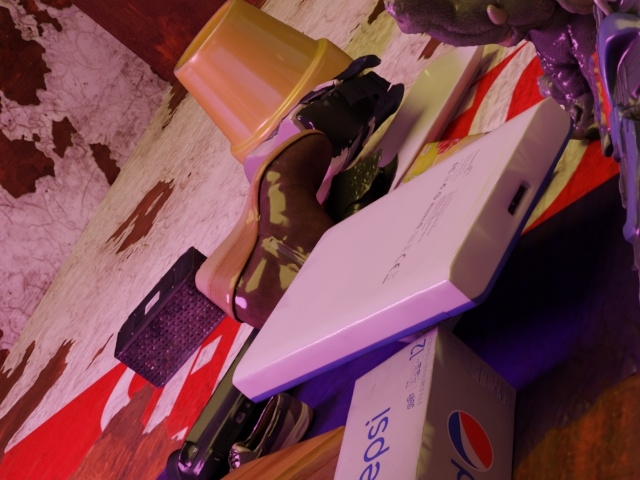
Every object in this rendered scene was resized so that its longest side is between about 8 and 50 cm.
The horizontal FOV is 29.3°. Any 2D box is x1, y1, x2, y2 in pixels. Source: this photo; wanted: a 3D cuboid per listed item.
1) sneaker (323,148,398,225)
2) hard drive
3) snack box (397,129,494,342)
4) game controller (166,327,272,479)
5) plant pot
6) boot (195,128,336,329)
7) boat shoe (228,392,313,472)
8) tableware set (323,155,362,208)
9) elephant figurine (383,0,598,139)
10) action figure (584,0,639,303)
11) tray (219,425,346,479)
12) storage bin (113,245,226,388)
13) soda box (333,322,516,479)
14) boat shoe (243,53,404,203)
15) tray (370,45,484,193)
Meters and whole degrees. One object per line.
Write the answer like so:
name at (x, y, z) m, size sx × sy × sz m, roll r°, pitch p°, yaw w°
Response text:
sneaker at (0.029, -0.039, 1.431) m, size 0.170 × 0.051 × 0.089 m, roll -28°, pitch 52°, yaw 52°
hard drive at (0.062, 0.016, 1.040) m, size 0.318 × 0.040 × 0.210 m, roll -31°, pitch 21°, yaw 52°
snack box at (0.110, -0.003, 1.184) m, size 0.207 × 0.070 × 0.174 m, roll -57°, pitch 17°, yaw -13°
game controller at (-0.071, 0.148, 1.397) m, size 0.319 × 0.067 × 0.166 m, roll -58°, pitch 3°, yaw -21°
plant pot at (-0.101, -0.262, 2.014) m, size 0.254 × 0.239 × 0.254 m, roll -46°, pitch 18°, yaw 19°
boot at (0.000, 0.000, 1.345) m, size 0.206 × 0.090 × 0.248 m, roll 21°, pitch 67°, yaw 34°
boat shoe at (-0.069, 0.218, 1.225) m, size 0.152 × 0.049 × 0.056 m, roll -55°, pitch 17°, yaw -11°
tableware set at (0.006, -0.035, 1.558) m, size 0.169 × 0.020 × 0.141 m, roll -58°, pitch 1°, yaw 12°
elephant figurine at (0.202, -0.218, 1.089) m, size 0.169 × 0.239 × 0.186 m, roll -41°, pitch 19°, yaw 32°
action figure at (0.301, -0.105, 0.835) m, size 0.330 × 0.178 × 0.341 m, roll 145°, pitch 131°, yaw -62°
tray at (-0.135, 0.279, 0.924) m, size 0.411 × 0.076 × 0.203 m, roll -32°, pitch 0°, yaw -40°
storage bin at (-0.212, 0.111, 1.789) m, size 0.180 × 0.084 × 0.122 m, roll -47°, pitch 17°, yaw 11°
soda box at (0.065, 0.194, 0.839) m, size 0.098 × 0.091 × 0.286 m, roll -38°, pitch 21°, yaw 31°
boat shoe at (0.008, -0.134, 1.654) m, size 0.158 × 0.127 × 0.340 m, roll -42°, pitch 3°, yaw -19°
tray at (0.118, -0.131, 1.511) m, size 0.145 × 0.030 × 0.270 m, roll -20°, pitch 35°, yaw 60°
